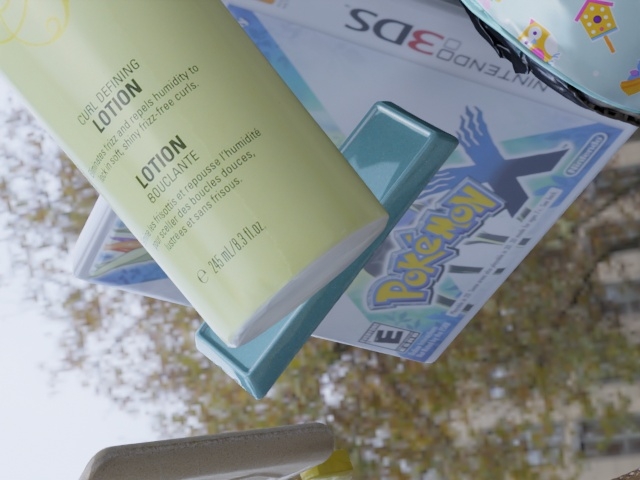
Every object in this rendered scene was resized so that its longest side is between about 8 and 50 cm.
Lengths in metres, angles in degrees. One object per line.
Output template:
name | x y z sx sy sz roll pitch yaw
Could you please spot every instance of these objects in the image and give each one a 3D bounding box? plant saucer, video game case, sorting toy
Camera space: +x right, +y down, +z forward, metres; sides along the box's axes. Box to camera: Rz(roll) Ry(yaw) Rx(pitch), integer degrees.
plant saucer | 0.000 0.000 0.802 0.192 0.067 0.018 -52 -41 -5
video game case | 0.022 -0.045 0.927 0.300 0.329 0.036 15 -133 -20
sorting toy | -0.090 0.202 1.040 0.307 0.229 0.041 0 -117 -39

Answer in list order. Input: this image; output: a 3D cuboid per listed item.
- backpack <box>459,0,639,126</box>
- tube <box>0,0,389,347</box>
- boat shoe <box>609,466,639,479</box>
backpack | 0.161 -0.144 0.729 0.188 0.144 0.166 -4 -134 -46
tube | -0.078 -0.077 0.405 0.240 0.070 0.062 51 160 7
boat shoe | 0.295 0.238 1.093 0.123 0.342 0.123 89 157 -59
